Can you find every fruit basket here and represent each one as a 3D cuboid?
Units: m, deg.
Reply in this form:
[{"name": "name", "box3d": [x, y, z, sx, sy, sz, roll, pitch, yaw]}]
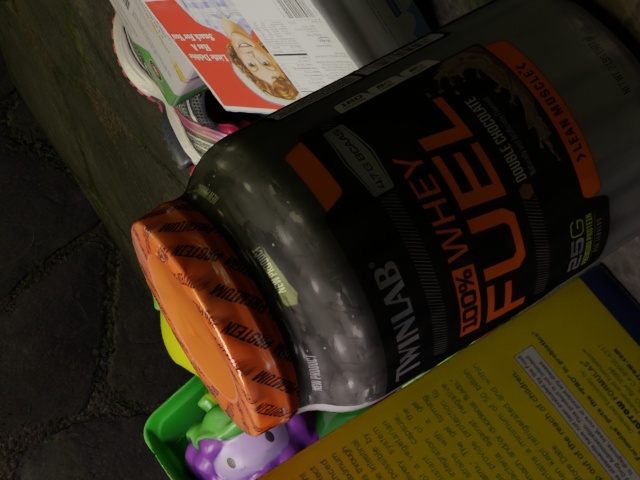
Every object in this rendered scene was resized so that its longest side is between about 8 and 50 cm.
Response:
[{"name": "fruit basket", "box3d": [-0.052, 0.148, 1.223, 0.283, 0.392, 0.392, 40, 153, 48]}]

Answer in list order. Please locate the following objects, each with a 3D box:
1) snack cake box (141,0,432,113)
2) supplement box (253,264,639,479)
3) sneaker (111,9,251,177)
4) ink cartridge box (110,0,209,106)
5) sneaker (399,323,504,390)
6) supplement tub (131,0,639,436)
[{"name": "snack cake box", "box3d": [-0.032, -0.197, 0.945, 0.264, 0.089, 0.152, 13, 149, 50]}, {"name": "supplement box", "box3d": [0.133, 0.216, 0.837, 0.195, 0.357, 0.194, 53, 161, 23]}, {"name": "sneaker", "box3d": [-0.188, -0.234, 1.457, 0.112, 0.121, 0.299, -41, 77, 42]}, {"name": "ink cartridge box", "box3d": [-0.163, -0.302, 1.237, 0.201, 0.117, 0.278, 61, 163, -2]}, {"name": "sneaker", "box3d": [0.185, 0.304, 1.118, 0.202, 0.185, 0.482, -146, 39, -75]}, {"name": "supplement tub", "box3d": [0.055, -0.019, 0.716, 0.207, 0.338, 0.207, 51, 160, 26]}]
